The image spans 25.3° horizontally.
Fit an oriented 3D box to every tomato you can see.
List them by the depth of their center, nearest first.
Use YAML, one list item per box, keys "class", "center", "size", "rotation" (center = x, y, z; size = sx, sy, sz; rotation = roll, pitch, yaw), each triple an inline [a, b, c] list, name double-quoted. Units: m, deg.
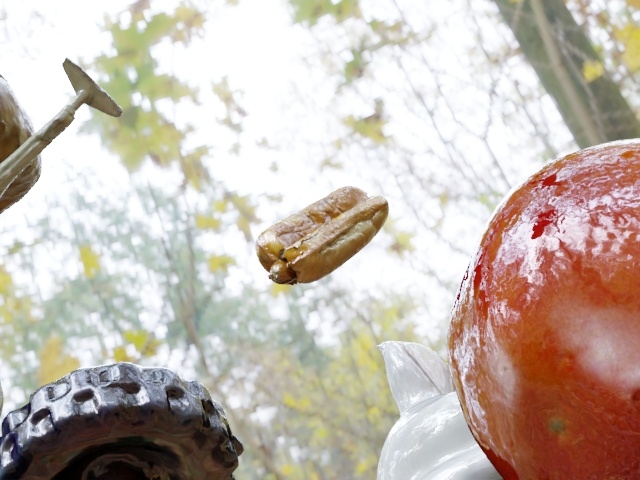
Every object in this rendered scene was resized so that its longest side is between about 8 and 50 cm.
- class: "tomato"
  center: [0.219, 0.082, 0.969]
  size: [0.226, 0.298, 0.298]
  rotation: [-31, -21, -49]

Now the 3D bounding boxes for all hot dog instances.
- class: "hot dog"
  center: [0.000, 0.000, 1.806]
  size: [0.249, 0.102, 0.076]
  rotation: [-34, -39, -51]

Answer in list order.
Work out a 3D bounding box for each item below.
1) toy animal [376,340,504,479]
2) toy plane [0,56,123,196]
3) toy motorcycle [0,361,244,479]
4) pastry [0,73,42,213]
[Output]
- class: "toy animal"
  center: [0.101, 0.240, 1.285]
  size: [0.241, 0.367, 0.196]
  rotation: [-16, -65, 23]
- class: "toy plane"
  center: [-0.280, -0.034, 1.164]
  size: [0.286, 0.108, 0.092]
  rotation: [-38, -81, 29]
- class: "toy motorcycle"
  center: [-0.237, 0.188, 0.744]
  size: [0.416, 0.172, 0.232]
  rotation: [-14, -46, -9]
- class: "pastry"
  center: [-0.481, -0.087, 1.641]
  size: [0.356, 0.163, 0.356]
  rotation: [-25, -10, -5]
